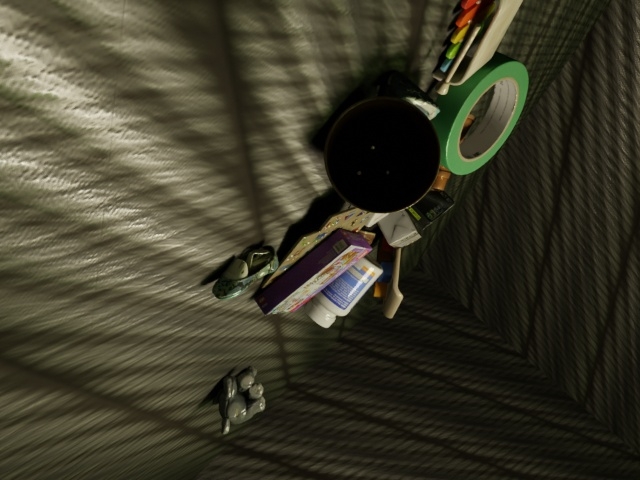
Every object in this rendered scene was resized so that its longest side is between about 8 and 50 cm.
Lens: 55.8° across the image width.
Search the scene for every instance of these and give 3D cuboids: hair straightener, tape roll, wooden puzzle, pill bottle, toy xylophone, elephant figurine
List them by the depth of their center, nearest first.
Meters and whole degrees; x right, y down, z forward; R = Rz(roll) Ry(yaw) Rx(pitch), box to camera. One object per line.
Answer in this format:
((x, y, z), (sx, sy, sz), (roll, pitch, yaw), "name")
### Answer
((0.332, -0.453, 1.296), (0.236, 0.081, 0.323), (-40, 164, -35), "toy xylophone")
((0.000, 0.000, 1.577), (0.089, 0.047, 0.230), (-46, 172, -8), "hair straightener")
((0.411, -0.329, 1.580), (0.321, 0.077, 0.321), (-30, 142, -27), "tape roll")
((0.068, 0.154, 2.013), (0.272, 0.152, 0.152), (-50, 167, 9), "pill bottle")
((-0.271, 0.527, 2.022), (0.186, 0.169, 0.239), (-13, 172, -17), "elephant figurine")
((0.246, 0.083, 2.230), (0.322, 0.080, 0.348), (94, -1, -69), "wooden puzzle")

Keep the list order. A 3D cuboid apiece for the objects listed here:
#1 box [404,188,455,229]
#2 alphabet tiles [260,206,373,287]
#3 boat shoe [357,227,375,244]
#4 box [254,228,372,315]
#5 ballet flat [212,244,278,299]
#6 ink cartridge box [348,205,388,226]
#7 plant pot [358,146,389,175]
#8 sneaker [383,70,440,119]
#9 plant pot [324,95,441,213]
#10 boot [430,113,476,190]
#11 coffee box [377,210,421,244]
((0.307, -0.141, 1.872), (0.190, 0.184, 0.045), (-32, 169, -48), "box")
((-0.002, 0.018, 1.549), (0.285, 0.011, 0.342), (-22, 160, -44), "alphabet tiles")
((0.142, -0.005, 1.964), (0.178, 0.064, 0.060), (30, 80, -79), "boat shoe")
((-0.014, 0.086, 1.595), (0.293, 0.057, 0.201), (-39, 165, 13), "box")
((-0.156, 0.058, 1.253), (0.188, 0.070, 0.070), (-34, 160, -52), "ballet flat")
((0.178, -0.147, 1.668), (0.139, 0.082, 0.191), (-33, 161, -48), "ink cartridge box")
((0.126, -0.154, 1.449), (0.096, 0.109, 0.109), (-39, 170, 16), "plant pot")
((0.179, -0.267, 1.284), (0.122, 0.110, 0.283), (-49, 167, 15), "sneaker")
((0.116, -0.164, 1.223), (0.215, 0.215, 0.230), (-49, -178, 3), "plant pot")
((0.356, -0.260, 1.753), (0.283, 0.109, 0.220), (15, 94, -88), "boot")
((0.247, -0.057, 1.964), (0.098, 0.141, 0.246), (-29, 169, 10), "coffee box")
